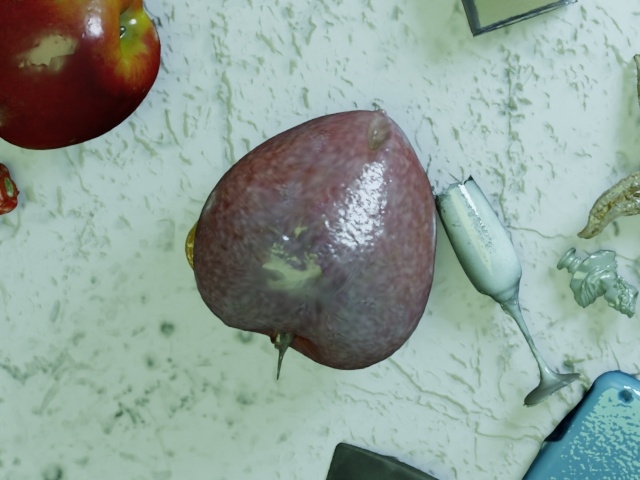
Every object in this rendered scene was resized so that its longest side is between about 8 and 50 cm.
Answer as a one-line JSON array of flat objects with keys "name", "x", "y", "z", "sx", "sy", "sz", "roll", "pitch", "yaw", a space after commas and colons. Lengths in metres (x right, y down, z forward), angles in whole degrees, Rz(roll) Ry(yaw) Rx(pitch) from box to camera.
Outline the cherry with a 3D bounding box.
[{"name": "cherry", "x": 0.000, "y": 0.000, "z": 1.721, "sx": 0.261, "sy": 0.221, "sz": 0.307, "roll": 23, "pitch": 92, "yaw": -10}]

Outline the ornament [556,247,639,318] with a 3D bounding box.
[{"name": "ornament", "x": 0.301, "y": 0.044, "z": 1.749, "sx": 0.092, "sy": 0.041, "sz": 0.068, "roll": 9, "pitch": 97, "yaw": 21}]

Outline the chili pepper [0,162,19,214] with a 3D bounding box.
[{"name": "chili pepper", "x": -0.410, "y": -0.042, "z": 1.891, "sx": 0.123, "sy": 0.073, "sz": 0.070, "roll": -32, "pitch": 59, "yaw": 14}]

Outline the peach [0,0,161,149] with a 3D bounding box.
[{"name": "peach", "x": -0.299, "y": -0.216, "z": 1.764, "sx": 0.243, "sy": 0.199, "sz": 0.243, "roll": 1, "pitch": 93, "yaw": 21}]

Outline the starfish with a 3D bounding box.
[{"name": "starfish", "x": 0.358, "y": -0.061, "z": 1.699, "sx": 0.138, "sy": 0.050, "sz": 0.247, "roll": 18, "pitch": 93, "yaw": 8}]

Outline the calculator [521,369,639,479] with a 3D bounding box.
[{"name": "calculator", "x": 0.314, "y": 0.276, "z": 1.781, "sx": 0.173, "sy": 0.051, "sz": 0.293, "roll": 35, "pitch": 107, "yaw": 8}]

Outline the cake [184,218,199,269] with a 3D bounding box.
[{"name": "cake", "x": -0.113, "y": 0.007, "z": 1.839, "sx": 0.084, "sy": 0.044, "sz": 0.084, "roll": 3, "pitch": 102, "yaw": 14}]

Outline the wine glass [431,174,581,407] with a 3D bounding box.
[{"name": "wine glass", "x": 0.196, "y": 0.048, "z": 1.761, "sx": 0.074, "sy": 0.074, "sz": 0.262, "roll": -26, "pitch": 93, "yaw": 17}]

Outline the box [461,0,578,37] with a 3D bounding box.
[{"name": "box", "x": 0.181, "y": -0.336, "z": 1.693, "sx": 0.120, "sy": 0.069, "sz": 0.224, "roll": -16, "pitch": 95, "yaw": 16}]

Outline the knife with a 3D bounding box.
[{"name": "knife", "x": 0.115, "y": 0.299, "z": 1.826, "sx": 0.245, "sy": 0.019, "sz": 0.072, "roll": 23, "pitch": 105, "yaw": 23}]
